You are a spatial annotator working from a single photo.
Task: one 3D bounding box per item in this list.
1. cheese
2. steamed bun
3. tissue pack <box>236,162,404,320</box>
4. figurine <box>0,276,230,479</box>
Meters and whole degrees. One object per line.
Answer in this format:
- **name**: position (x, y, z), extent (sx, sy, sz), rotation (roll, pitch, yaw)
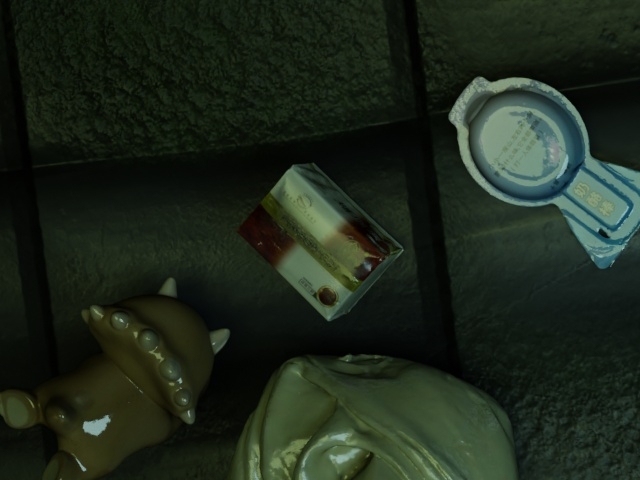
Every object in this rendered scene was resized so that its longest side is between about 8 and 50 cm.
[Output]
- **cheese**: position (0.248, -0.085, 1.719), extent (0.245, 0.052, 0.135), rotation (38, 107, 10)
- **steamed bun**: position (0.040, 0.280, 1.726), extent (0.324, 0.219, 0.309), rotation (22, 100, 15)
- **tissue pack**: position (-0.001, 0.000, 1.777), extent (0.149, 0.099, 0.106), rotation (43, 105, 9)
- **figurine**: position (-0.221, 0.153, 1.786), extent (0.177, 0.247, 0.173), rotation (57, 143, 26)
